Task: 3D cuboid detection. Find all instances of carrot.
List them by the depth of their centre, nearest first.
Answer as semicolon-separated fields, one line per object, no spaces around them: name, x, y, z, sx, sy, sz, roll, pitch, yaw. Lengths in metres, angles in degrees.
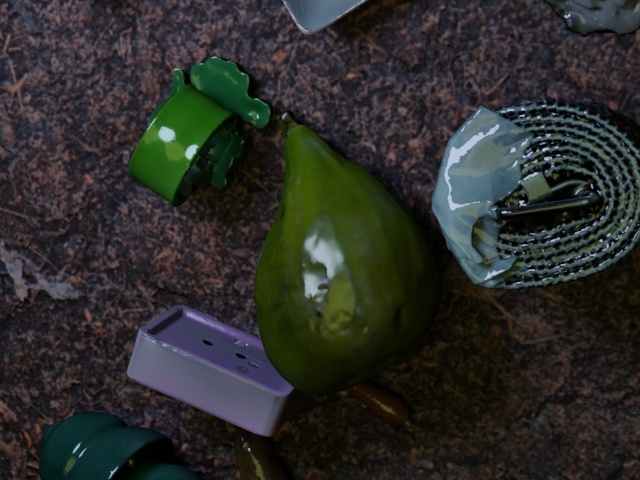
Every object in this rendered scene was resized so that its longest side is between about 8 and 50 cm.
carrot;0.057;0.183;2.053;0.142;0.035;0.035;37;111;9

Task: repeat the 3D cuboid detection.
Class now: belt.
belt;0.249;-0.056;1.869;0.257;0.150;0.207;-7;93;17

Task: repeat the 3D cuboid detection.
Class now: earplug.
earplug;-0.246;0.341;2.143;0.280;0.164;0.257;39;149;16

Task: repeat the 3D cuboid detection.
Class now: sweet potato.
sweet potato;-0.035;0.344;2.106;0.075;0.075;0.273;-36;88;22

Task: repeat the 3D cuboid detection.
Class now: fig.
fig;0.008;0.016;1.919;0.233;0.233;0.314;-21;103;21

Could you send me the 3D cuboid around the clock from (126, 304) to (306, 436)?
clock;-0.118;0.155;2.034;0.197;0.150;0.063;22;106;10

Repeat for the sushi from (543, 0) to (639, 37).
sushi;0.246;-0.368;1.747;0.348;0.207;0.234;46;124;-7

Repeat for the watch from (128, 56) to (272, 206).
watch;-0.155;-0.131;1.971;0.131;0.152;0.165;37;113;8

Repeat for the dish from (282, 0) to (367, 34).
dish;0.036;-0.348;1.894;0.212;0.077;0.151;-32;95;22
